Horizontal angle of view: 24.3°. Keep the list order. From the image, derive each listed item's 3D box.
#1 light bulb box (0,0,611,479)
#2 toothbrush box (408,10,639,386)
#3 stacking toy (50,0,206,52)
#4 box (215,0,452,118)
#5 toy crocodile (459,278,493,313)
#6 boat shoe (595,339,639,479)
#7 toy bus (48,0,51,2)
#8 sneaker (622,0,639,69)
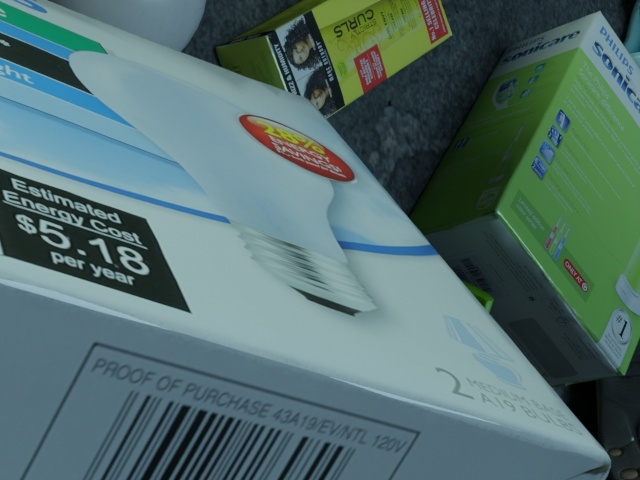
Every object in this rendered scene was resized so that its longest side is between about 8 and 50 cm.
[{"bbox_3d":[-0.134,0.042,0.664,0.358,0.361,0.225,19,110,-32],"label":"light bulb box"},{"bbox_3d":[0.222,-0.036,1.365,0.206,0.122,0.283,49,51,-23],"label":"toothbrush box"},{"bbox_3d":[-0.069,-0.318,0.925,0.350,0.350,0.480,-1,124,-50],"label":"stacking toy"},{"bbox_3d":[0.016,-0.160,1.202,0.232,0.058,0.087,-37,112,-47],"label":"box"},{"bbox_3d":[0.000,0.000,1.102,0.340,0.105,0.115,37,77,-40],"label":"toy crocodile"},{"bbox_3d":[0.331,0.105,1.517,0.130,0.132,0.355,57,36,-65],"label":"boat shoe"},{"bbox_3d":[-0.233,-0.188,0.860,0.220,0.149,0.211,55,31,-33],"label":"toy bus"},{"bbox_3d":[0.428,-0.264,1.652,0.150,0.135,0.366,59,45,-31],"label":"sneaker"}]
